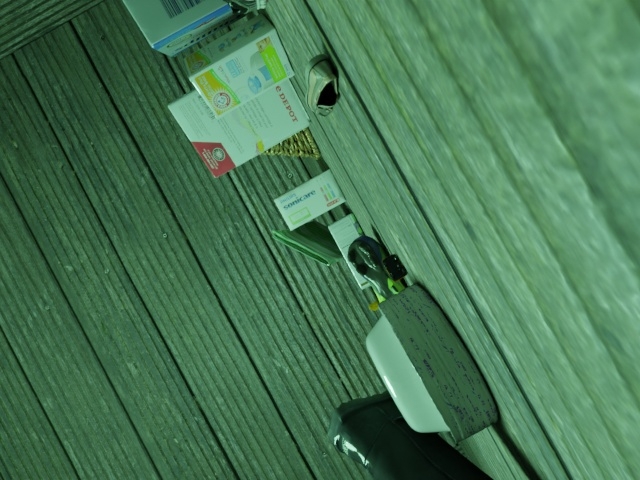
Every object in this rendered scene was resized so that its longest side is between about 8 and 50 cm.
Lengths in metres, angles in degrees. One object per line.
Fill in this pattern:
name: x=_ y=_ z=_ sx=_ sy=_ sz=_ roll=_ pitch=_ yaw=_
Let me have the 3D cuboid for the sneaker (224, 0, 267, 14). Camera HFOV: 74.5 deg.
sneaker: x=-0.139 y=-0.431 z=0.701 sx=0.063 sy=0.074 sz=0.170 roll=61 pitch=-179 yaw=0

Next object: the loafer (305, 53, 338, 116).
loafer: x=0.005 y=-0.200 z=0.579 sx=0.039 sy=0.045 sz=0.125 roll=55 pitch=177 yaw=13

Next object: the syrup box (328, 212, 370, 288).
syrup box: x=0.119 y=0.034 z=1.399 sx=0.237 sy=0.096 sz=0.093 roll=61 pitch=-177 yaw=-2

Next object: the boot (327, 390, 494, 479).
boot: x=0.275 y=0.435 z=0.805 sx=0.445 sy=0.366 sz=0.146 roll=16 pitch=113 yaw=60

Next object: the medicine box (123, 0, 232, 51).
medicine box: x=-0.340 y=-0.619 z=1.096 sx=0.149 sy=0.263 sz=0.289 roll=61 pitch=-179 yaw=-21

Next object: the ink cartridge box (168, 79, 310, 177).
ink cartridge box: x=-0.214 y=-0.347 z=1.145 sx=0.226 sy=0.306 sz=0.131 roll=61 pitch=-178 yaw=-24

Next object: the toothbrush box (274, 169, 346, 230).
toothbrush box: x=-0.040 y=-0.146 z=1.473 sx=0.122 sy=0.206 sz=0.283 roll=62 pitch=180 yaw=-7

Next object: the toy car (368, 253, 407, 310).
toy car: x=0.134 y=0.090 z=0.891 sx=0.060 sy=0.122 sz=0.040 roll=42 pitch=179 yaw=29

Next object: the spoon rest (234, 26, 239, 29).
spoon rest: x=-0.220 y=-0.581 z=1.261 sx=0.137 sy=0.084 sz=0.276 roll=60 pitch=-174 yaw=-38

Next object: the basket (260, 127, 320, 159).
basket: x=-0.124 y=-0.416 z=1.387 sx=0.299 sy=0.222 sz=0.214 roll=-117 pitch=31 yaw=-57

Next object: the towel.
towel: x=0.000 y=0.000 z=1.535 sx=0.247 sy=0.038 sz=0.324 roll=27 pitch=-162 yaw=21

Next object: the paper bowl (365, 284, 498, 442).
paper bowl: x=0.191 y=0.239 z=0.800 sx=0.284 sy=0.148 sz=0.284 roll=60 pitch=180 yaw=-1

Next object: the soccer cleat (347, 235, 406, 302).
soccer cleat: x=0.175 y=0.112 z=1.042 sx=0.289 sy=0.093 sz=0.121 roll=57 pitch=-149 yaw=5

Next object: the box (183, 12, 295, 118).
box: x=-0.178 y=-0.378 z=0.917 sx=0.103 sy=0.203 sz=0.114 roll=62 pitch=-178 yaw=42
